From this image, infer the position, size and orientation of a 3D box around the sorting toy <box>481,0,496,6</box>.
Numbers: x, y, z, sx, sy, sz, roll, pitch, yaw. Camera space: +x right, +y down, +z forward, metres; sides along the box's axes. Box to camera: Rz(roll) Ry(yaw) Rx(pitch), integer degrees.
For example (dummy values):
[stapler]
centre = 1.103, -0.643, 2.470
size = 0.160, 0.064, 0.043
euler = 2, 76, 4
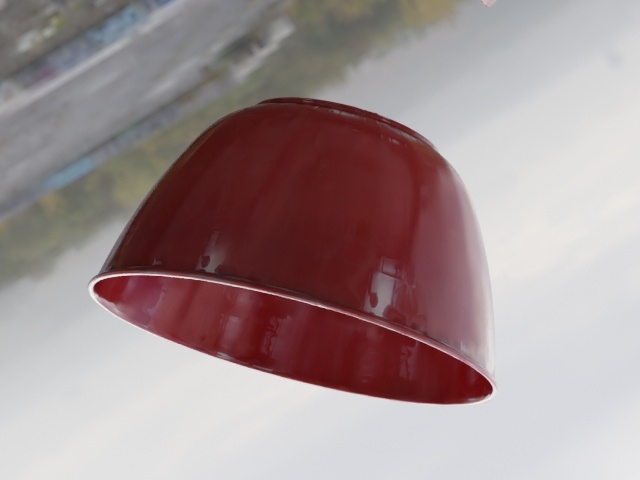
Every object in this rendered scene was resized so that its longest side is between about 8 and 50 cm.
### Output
[sorting toy]
centre = 0.024, -0.119, 0.293
size = 0.132, 0.046, 0.274
euler = -47, 162, 11

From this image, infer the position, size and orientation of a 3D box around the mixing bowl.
[mixing bowl]
centre = 0.000, 0.000, 0.817
size = 0.181, 0.181, 0.098
euler = 148, -41, -71
